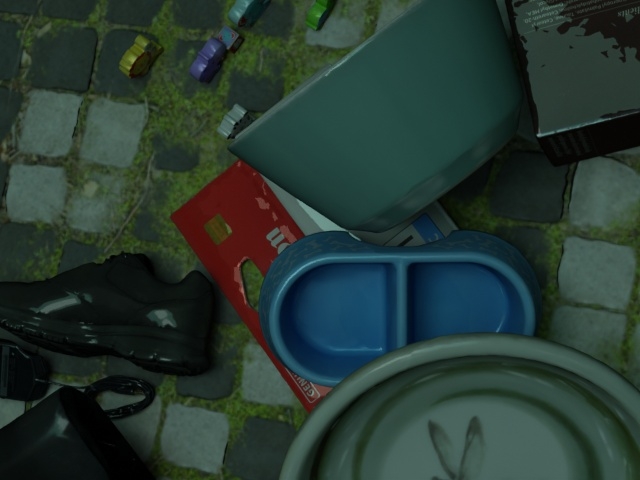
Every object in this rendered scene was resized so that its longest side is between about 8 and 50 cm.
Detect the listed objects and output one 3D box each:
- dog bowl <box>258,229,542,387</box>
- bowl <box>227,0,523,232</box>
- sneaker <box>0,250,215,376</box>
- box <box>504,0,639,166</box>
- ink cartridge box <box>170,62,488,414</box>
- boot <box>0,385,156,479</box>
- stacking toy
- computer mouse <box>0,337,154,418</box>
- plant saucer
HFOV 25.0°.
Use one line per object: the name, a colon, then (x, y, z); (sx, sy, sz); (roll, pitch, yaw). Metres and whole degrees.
dog bowl: (0.083, 0.075, 1.476); (0.297, 0.074, 0.166); (0, 98, 1)
bowl: (0.078, -0.123, 1.423); (0.311, 0.311, 0.163); (-37, 94, 9)
sneaker: (-0.250, 0.071, 1.640); (0.286, 0.109, 0.130); (10, 76, 10)
box: (0.288, -0.204, 1.477); (0.167, 0.168, 0.203); (-13, 79, 13)
ink cartridge box: (0.000, 0.000, 1.587); (0.261, 0.066, 0.296); (-39, 75, 7)
boot: (-0.434, 0.283, 1.516); (0.445, 0.367, 0.146); (-26, 44, 14)
stacking toy: (-0.105, -0.240, 1.653); (0.167, 0.052, 0.221); (37, 93, 16)
computer mouse: (-0.306, 0.159, 1.670); (0.242, 0.041, 0.071); (11, 103, 10)
plant saucer: (0.156, 0.251, 1.442); (0.400, 0.100, 0.400); (0, 115, 1)
